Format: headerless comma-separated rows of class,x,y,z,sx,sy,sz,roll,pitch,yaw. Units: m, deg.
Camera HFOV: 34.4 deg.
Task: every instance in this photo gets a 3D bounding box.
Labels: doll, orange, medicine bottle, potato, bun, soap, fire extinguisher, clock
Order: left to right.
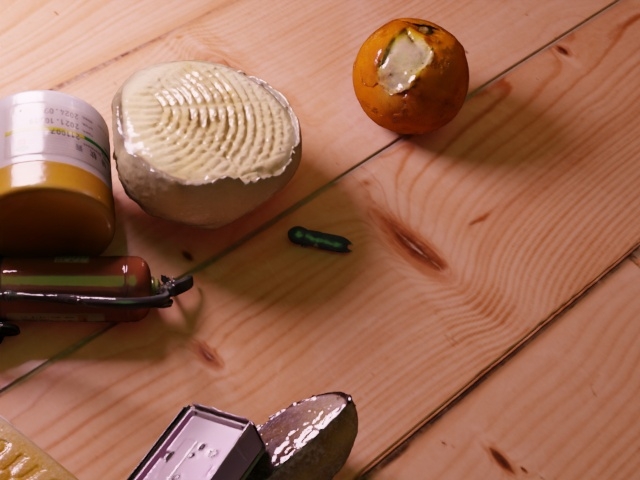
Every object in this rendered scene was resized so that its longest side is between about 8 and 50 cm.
soap,-0.459,0.371,1.538,0.232,0.073,0.140,34,40,16
medicine bottle,-0.478,-0.103,1.789,0.238,0.238,0.232,-3,55,-11
fire extinguisher,-0.396,0.097,1.720,0.376,0.113,0.200,0,29,-10
clock,-0.192,0.349,1.576,0.145,0.073,0.193,9,47,37
bun,-0.220,-0.160,1.895,0.364,0.202,0.364,7,48,-8
potato,-0.047,0.348,1.645,0.261,0.100,0.120,-39,28,-14
doll,0.000,0.000,1.923,0.125,0.027,0.037,14,54,-3
orange,0.182,-0.328,2.064,0.240,0.240,0.240,4,54,-6

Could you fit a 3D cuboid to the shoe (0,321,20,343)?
shoe,-0.577,0.159,1.700,0.159,0.062,0.053,7,67,-5
